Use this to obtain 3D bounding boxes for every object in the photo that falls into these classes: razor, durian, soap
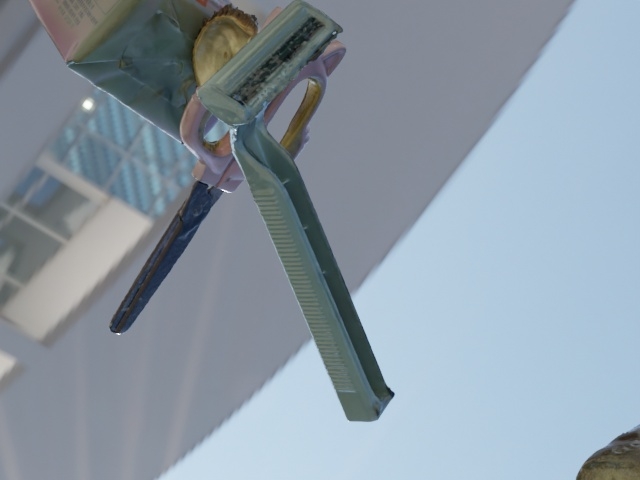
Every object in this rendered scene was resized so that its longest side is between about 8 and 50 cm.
[{"bbox_3d":[-0.009,0.000,0.862,0.056,0.277,0.111,6,-142,31],"label":"razor"},{"bbox_3d":[-0.090,-0.178,1.286,0.130,0.052,0.066,-45,-154,51],"label":"durian"},{"bbox_3d":[-0.176,-0.221,1.390,0.138,0.182,0.199,-46,-136,9],"label":"soap"}]

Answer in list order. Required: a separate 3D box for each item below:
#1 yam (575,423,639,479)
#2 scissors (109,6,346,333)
[{"bbox_3d":[0.241,0.112,0.856,0.061,0.253,0.061,14,-67,37],"label":"yam"},{"bbox_3d":[-0.094,-0.049,1.180,0.024,0.160,0.317,41,-78,33],"label":"scissors"}]
